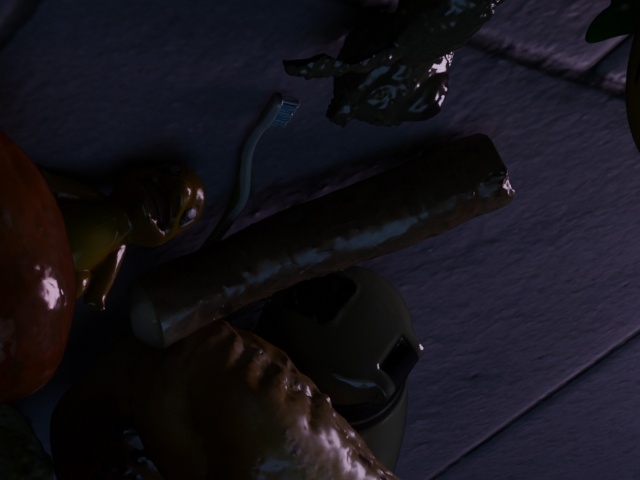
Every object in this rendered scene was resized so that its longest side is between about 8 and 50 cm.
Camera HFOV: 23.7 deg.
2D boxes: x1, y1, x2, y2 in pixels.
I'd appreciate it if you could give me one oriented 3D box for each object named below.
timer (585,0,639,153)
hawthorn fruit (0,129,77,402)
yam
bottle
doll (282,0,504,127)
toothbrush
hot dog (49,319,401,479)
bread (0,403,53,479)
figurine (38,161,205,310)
[{"bbox_3d":[0.310,-0.149,1.111,0.285,0.285,0.285,-15,150,-9],"label":"timer"},{"bbox_3d":[-0.277,-0.007,1.038,0.210,0.210,0.262,-15,119,-9],"label":"hawthorn fruit"},{"bbox_3d":[0.000,0.000,1.314,0.356,0.081,0.081,-23,151,-11],"label":"yam"},{"bbox_3d":[0.009,0.156,1.520,0.168,0.168,0.347,-12,148,-14],"label":"bottle"},{"bbox_3d":[0.096,-0.165,1.062,0.286,0.091,0.202,-42,177,36],"label":"doll"},{"bbox_3d":[-0.076,-0.036,1.291,0.026,0.022,0.263,9,141,-22],"label":"toothbrush"},{"bbox_3d":[-0.070,0.240,1.390,0.367,0.196,0.365,-7,123,42],"label":"hot dog"},{"bbox_3d":[-0.359,0.269,1.517,0.152,0.130,0.268,27,140,0],"label":"bread"},{"bbox_3d":[-0.176,-0.009,1.225,0.176,0.121,0.122,-24,180,-13],"label":"figurine"}]
